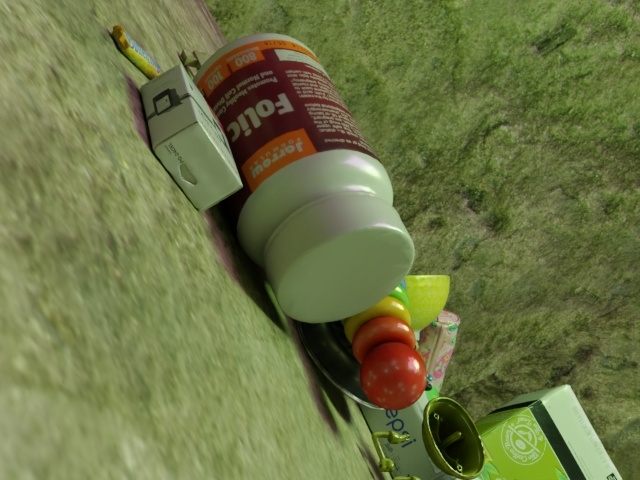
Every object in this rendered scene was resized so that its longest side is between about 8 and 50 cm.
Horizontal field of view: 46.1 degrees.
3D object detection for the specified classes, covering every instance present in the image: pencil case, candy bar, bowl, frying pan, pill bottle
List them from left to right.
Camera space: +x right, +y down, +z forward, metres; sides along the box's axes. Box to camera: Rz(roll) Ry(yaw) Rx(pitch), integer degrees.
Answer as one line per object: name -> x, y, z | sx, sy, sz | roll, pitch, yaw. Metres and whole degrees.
candy bar -> -0.238, -0.241, 1.008 | 0.040, 0.018, 0.161 | 62, 3, 12
pill bottle -> -0.035, -0.093, 1.060 | 0.392, 0.224, 0.224 | 64, 5, 37
frying pan -> 0.095, 0.203, 1.168 | 0.326, 0.053, 0.197 | 35, 21, -24
bowl -> 0.183, 0.175, 1.877 | 0.289, 0.289, 0.156 | 40, 47, -79
pencil case -> 0.289, 0.323, 2.019 | 0.124, 0.124, 0.284 | -101, -157, -77

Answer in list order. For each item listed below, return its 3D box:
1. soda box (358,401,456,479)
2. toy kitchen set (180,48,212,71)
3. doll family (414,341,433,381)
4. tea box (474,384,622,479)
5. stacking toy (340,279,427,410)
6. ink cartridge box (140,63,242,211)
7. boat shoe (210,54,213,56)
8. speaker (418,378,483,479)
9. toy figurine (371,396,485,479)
soda box -> 0.127, 0.296, 1.305 | 0.286, 0.091, 0.098 | 64, 5, 30
toy kitchen set -> -0.236, -0.322, 1.483 | 0.083, 0.075, 0.068 | 6, 38, -34
doll family -> 0.178, 0.332, 1.746 | 0.263, 0.118, 0.163 | -74, 144, -59
tea box -> 0.440, 0.533, 1.604 | 0.329, 0.323, 0.220 | 61, -20, 10
stacking toy -> 0.074, 0.105, 1.089 | 0.141, 0.141, 0.330 | 58, 14, -39
ink cartridge box -> -0.156, -0.125, 0.902 | 0.109, 0.063, 0.150 | 57, 5, -41
boat shoe -> -0.177, -0.282, 1.672 | 0.285, 0.089, 0.104 | 64, -22, 1
speaker -> 0.211, 0.397, 1.430 | 0.131, 0.131, 0.296 | 57, 6, -40
toy figurine -> 0.190, 0.447, 1.122 | 0.363, 0.191, 0.217 | 62, -25, 24
